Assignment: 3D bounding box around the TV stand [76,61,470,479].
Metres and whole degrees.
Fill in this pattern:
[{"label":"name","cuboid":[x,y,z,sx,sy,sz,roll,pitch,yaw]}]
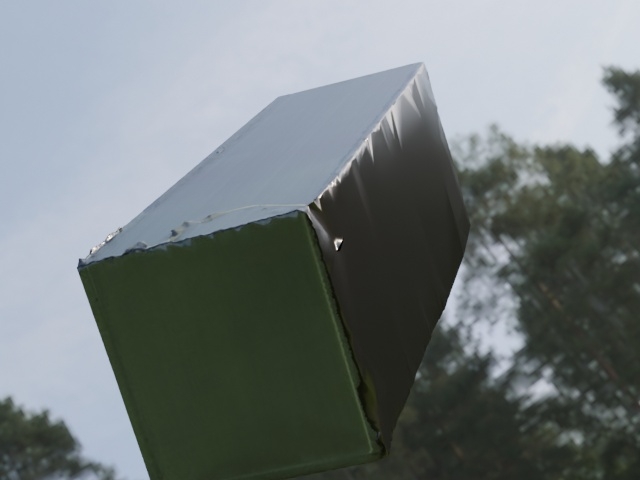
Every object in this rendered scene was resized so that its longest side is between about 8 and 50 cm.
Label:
[{"label":"TV stand","cuboid":[0.000,0.000,0.530,0.082,0.088,0.269,-12,14,16]}]
